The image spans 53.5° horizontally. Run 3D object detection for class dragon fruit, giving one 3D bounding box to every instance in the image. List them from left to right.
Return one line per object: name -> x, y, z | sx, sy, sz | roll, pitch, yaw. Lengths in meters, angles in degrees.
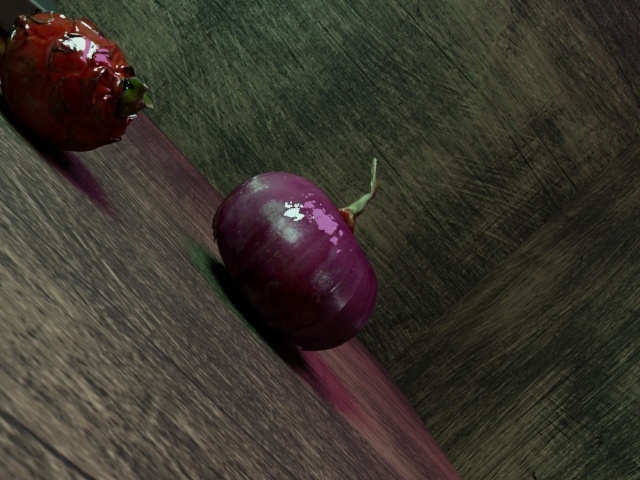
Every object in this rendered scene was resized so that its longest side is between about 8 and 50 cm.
dragon fruit -> -0.332, -0.208, 0.847 | 0.209, 0.172, 0.172 | 39, -2, 14

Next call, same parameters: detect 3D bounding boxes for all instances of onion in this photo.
onion -> -0.024, 0.031, 1.195 | 0.358, 0.345, 0.358 | 57, 21, -36

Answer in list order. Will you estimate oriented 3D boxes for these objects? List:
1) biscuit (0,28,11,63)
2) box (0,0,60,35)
biscuit -> -0.572, -0.383, 0.895 | 0.359, 0.046, 0.359 | 47, 0, 0
box -> -0.563, -0.471, 0.943 | 0.367, 0.090, 0.373 | 49, 1, -3
